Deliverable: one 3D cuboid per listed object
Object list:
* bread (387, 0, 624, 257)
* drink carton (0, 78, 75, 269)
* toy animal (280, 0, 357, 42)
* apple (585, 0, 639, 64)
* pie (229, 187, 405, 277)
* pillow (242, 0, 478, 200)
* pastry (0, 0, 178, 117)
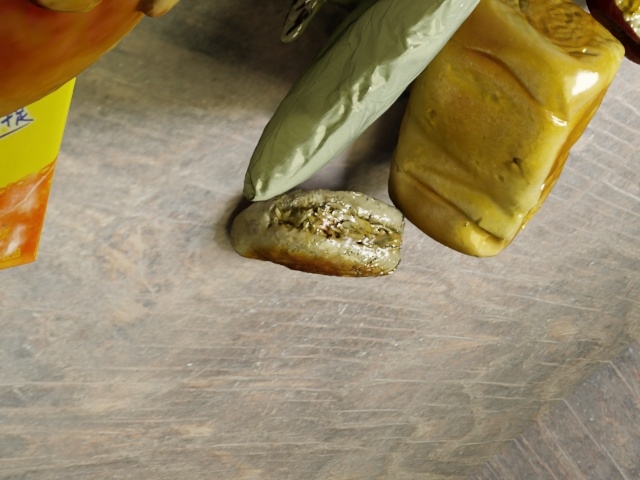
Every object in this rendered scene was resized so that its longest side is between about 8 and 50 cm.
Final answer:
[{"bbox_3d":[0.166,-0.116,1.147,0.132,0.167,0.294,-47,166,-39],"label":"bread"},{"bbox_3d":[-0.240,-0.117,0.727,0.154,0.111,0.351,-15,149,-33],"label":"drink carton"},{"bbox_3d":[0.004,-0.217,0.853,0.137,0.098,0.098,-48,158,-15],"label":"toy animal"},{"bbox_3d":[0.342,-0.255,1.134,0.158,0.147,0.156,-47,120,6],"label":"apple"},{"bbox_3d":[0.000,0.000,1.218,0.193,0.079,0.163,9,166,-29],"label":"pie"},{"bbox_3d":[0.057,-0.165,0.935,0.274,0.076,0.281,-46,-176,24],"label":"pillow"},{"bbox_3d":[-0.196,-0.201,0.389,0.409,0.245,0.410,-9,122,-14],"label":"pastry"}]
